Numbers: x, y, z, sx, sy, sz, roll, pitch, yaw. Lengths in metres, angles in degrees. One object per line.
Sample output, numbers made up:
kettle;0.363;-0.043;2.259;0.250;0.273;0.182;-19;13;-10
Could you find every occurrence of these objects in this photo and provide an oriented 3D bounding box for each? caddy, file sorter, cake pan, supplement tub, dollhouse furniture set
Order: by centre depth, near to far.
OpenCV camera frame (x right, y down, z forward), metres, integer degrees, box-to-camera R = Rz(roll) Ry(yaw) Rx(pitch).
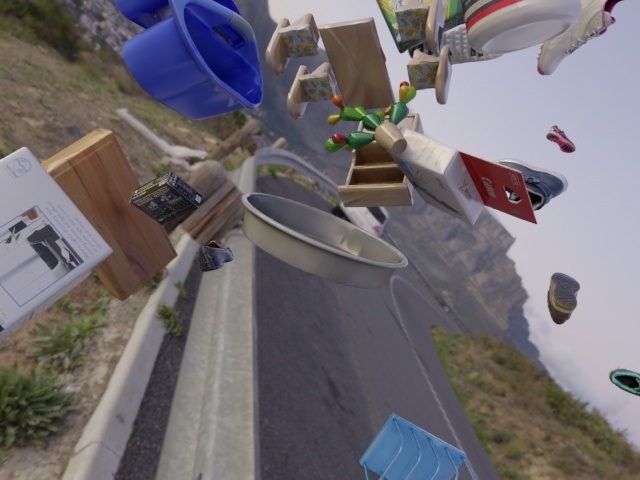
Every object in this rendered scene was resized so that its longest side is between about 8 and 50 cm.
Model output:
cake pan;0.000;0.000;0.914;0.294;0.054;0.293;21;12;-5
supplement tub;0.335;-0.489;0.966;0.191;0.191;0.271;-10;89;-83
caddy;-0.213;-0.365;1.010;0.341;0.179;0.241;15;61;-71
file sorter;0.179;0.426;1.010;0.170;0.118;0.104;31;7;-7
dollhouse furniture set;0.104;-0.296;1.242;0.394;0.363;0.256;62;35;-48

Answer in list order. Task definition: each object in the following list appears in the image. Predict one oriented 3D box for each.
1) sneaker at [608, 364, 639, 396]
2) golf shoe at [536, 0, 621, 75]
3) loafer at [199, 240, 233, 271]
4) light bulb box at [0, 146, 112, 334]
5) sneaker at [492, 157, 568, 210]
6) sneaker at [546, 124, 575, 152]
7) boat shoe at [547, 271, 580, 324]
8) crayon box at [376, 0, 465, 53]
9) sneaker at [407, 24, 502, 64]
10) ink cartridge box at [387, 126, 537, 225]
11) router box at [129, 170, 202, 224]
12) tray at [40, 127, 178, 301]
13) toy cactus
sneaker;0.714;0.325;1.202;0.167;0.064;0.076;14;0;38
golf shoe;0.731;-0.596;1.548;0.140;0.306;0.115;40;33;25
loafer;-0.255;0.030;1.354;0.170;0.062;0.061;-74;152;-82
light bulb box;-0.601;0.071;0.949;0.225;0.361;0.358;53;-31;-9
sneaker;0.488;-0.139;1.409;0.226;0.163;0.086;19;-50;41
sneaker;0.795;-0.335;1.805;0.119;0.057;0.047;34;-28;-18
boat shoe;0.640;0.152;1.468;0.080;0.073;0.223;24;26;15
crayon box;0.243;-0.704;1.493;0.083;0.203;0.322;19;48;-77
sneaker;0.420;-0.587;1.682;0.118;0.293;0.109;10;85;-70
ink cartridge box;0.302;-0.107;1.152;0.261;0.066;0.296;30;-2;32
router box;-0.330;-0.089;1.175;0.092;0.123;0.038;42;40;-40
tray;-0.536;-0.056;1.415;0.076;0.203;0.410;21;-38;35
toy cactus;0.114;-0.235;1.089;0.180;0.219;0.112;55;-11;46
